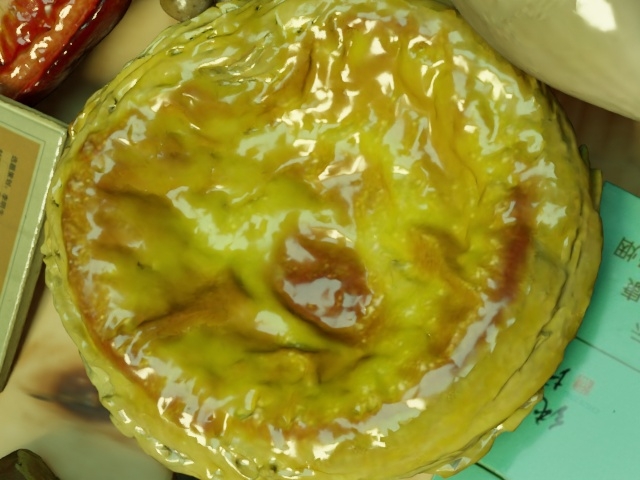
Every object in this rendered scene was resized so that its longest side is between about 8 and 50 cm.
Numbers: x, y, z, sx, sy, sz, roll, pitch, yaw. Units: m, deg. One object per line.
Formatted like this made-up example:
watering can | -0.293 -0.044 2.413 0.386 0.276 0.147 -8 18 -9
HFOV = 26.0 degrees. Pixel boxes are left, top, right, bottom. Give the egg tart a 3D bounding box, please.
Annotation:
egg tart | 0.000 0.000 0.734 0.295 0.116 0.294 -3 72 11

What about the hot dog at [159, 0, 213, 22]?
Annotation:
hot dog | -0.076 -0.204 0.839 0.090 0.060 0.140 -14 66 14

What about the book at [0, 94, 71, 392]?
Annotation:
book | -0.267 -0.031 0.825 0.242 0.018 0.170 24 106 18

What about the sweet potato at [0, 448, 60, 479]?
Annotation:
sweet potato | -0.197 0.158 0.771 0.117 0.049 0.049 -30 70 0

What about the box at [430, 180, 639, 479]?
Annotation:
box | 0.161 0.105 0.703 0.162 0.041 0.229 30 84 19

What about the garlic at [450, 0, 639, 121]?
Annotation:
garlic | 0.188 -0.123 0.663 0.231 0.246 0.340 -27 73 14

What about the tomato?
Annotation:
tomato | -0.189 -0.164 0.835 0.166 0.082 0.174 -43 75 19
